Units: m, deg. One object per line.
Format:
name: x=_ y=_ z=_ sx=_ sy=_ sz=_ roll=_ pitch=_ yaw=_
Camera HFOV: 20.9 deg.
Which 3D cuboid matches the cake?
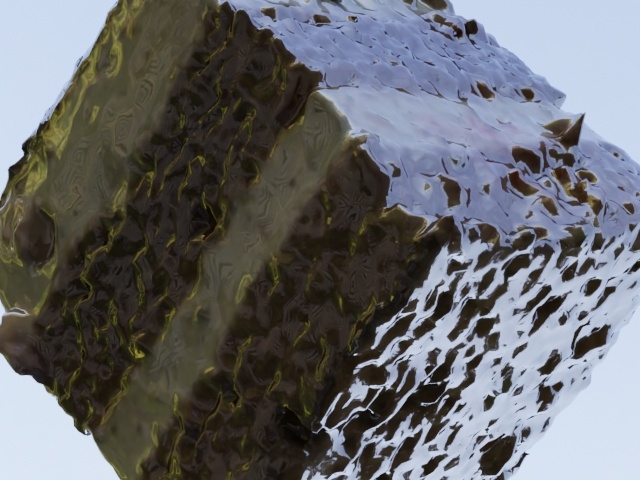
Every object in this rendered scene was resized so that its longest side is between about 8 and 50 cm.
cake: x=0.000 y=0.000 z=0.959 sx=0.290 sy=0.256 sz=0.282 roll=48 pitch=-62 yaw=29
